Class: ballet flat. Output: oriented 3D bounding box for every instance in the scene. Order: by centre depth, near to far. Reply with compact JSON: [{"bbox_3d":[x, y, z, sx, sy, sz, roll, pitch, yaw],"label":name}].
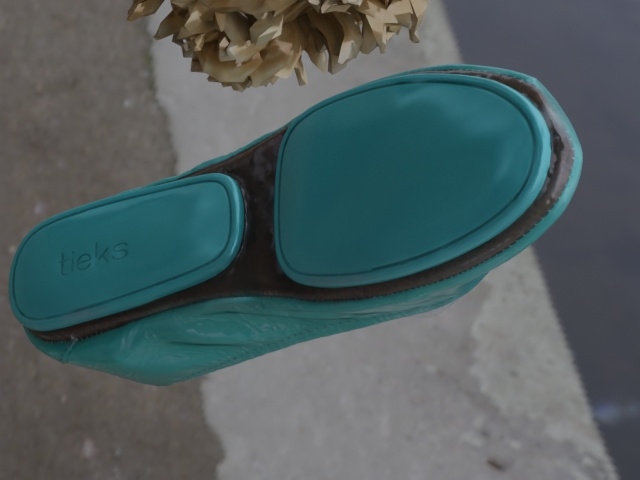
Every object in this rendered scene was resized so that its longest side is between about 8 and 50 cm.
[{"bbox_3d":[0.000,0.000,0.643,0.087,0.247,0.083,26,57,-47],"label":"ballet flat"}]

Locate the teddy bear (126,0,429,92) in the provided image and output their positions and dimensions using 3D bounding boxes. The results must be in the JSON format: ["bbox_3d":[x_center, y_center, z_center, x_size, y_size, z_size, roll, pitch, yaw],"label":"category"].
[{"bbox_3d":[-0.006,-0.147,0.328,0.338,0.245,0.113,-32,23,-18],"label":"teddy bear"}]
